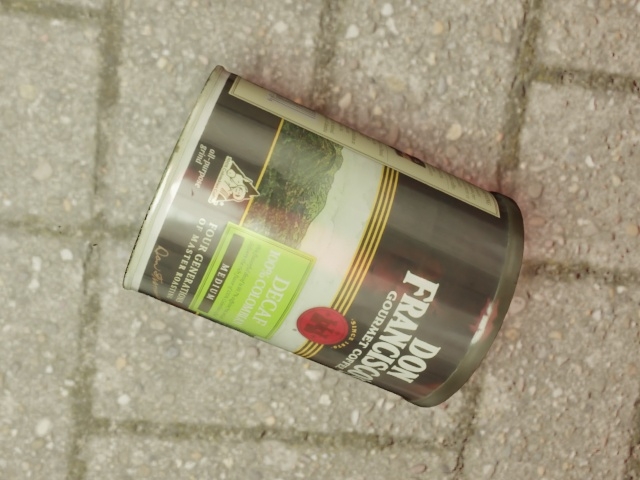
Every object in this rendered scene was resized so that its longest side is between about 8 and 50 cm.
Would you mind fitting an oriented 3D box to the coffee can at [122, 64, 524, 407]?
[{"bbox_3d":[0.000,0.000,0.606,0.275,0.201,0.201,23,95,-10],"label":"coffee can"}]
